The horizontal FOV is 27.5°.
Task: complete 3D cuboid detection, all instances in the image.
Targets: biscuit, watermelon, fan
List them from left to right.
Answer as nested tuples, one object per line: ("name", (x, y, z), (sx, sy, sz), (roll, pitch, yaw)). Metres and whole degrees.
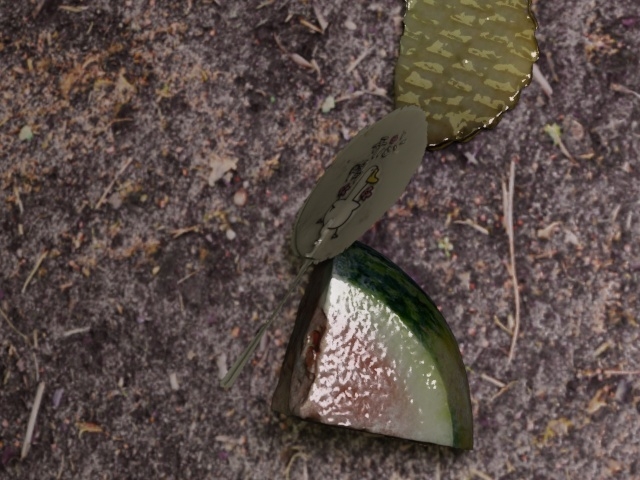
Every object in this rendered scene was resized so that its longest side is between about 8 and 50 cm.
("fan", (-0.001, 0.000, 1.541), (0.012, 0.233, 0.414), (39, 73, -21))
("watermelon", (0.050, 0.139, 1.561), (0.232, 0.193, 0.310), (-25, 87, -10))
("biscuit", (0.182, -0.243, 1.637), (0.187, 0.036, 0.273), (3, 80, 16))
